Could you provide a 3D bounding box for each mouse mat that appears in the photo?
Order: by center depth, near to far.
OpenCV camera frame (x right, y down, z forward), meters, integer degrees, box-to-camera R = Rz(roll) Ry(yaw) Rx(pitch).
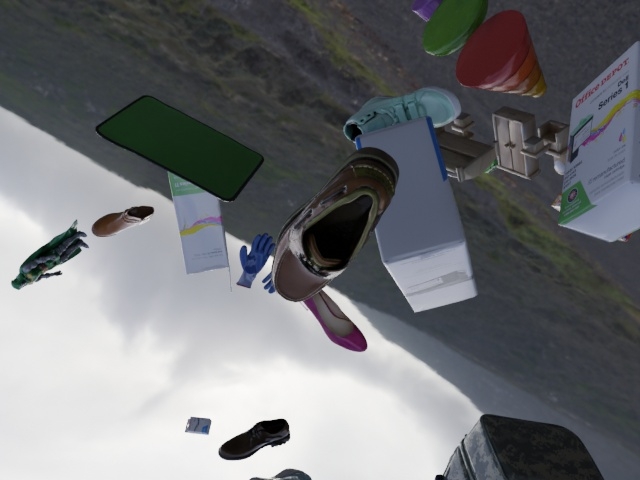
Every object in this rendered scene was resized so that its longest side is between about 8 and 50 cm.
[{"bbox_3d":[-0.174,-0.123,0.842,0.189,0.007,0.152,27,-149,-2],"label":"mouse mat"}]

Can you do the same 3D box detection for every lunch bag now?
[{"bbox_3d":[0.431,0.552,1.462,0.305,0.256,0.212,13,-150,-21],"label":"lunch bag"}]

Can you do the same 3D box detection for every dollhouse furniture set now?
[{"bbox_3d":[0.398,-0.169,1.638,0.303,0.355,0.174,33,149,49],"label":"dollhouse furniture set"}]

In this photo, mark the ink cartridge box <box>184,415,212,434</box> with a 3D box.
[{"bbox_3d":[-0.393,0.588,2.077,0.083,0.048,0.028,1,147,12],"label":"ink cartridge box"}]

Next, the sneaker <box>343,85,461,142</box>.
[{"bbox_3d":[0.167,-0.251,1.397,0.256,0.151,0.094,5,129,46],"label":"sneaker"}]

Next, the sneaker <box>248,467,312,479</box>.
[{"bbox_3d":[-0.076,0.728,1.836,0.150,0.135,0.366,5,171,25],"label":"sneaker"}]

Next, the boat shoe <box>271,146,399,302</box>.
[{"bbox_3d":[0.000,0.000,0.947,0.110,0.307,0.104,27,-141,-6],"label":"boat shoe"}]

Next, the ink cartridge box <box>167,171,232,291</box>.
[{"bbox_3d":[-0.318,-0.047,1.742,0.119,0.353,0.207,-9,-160,-8],"label":"ink cartridge box"}]

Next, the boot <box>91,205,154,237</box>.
[{"bbox_3d":[-0.633,-0.070,2.099,0.152,0.197,0.073,-12,101,64],"label":"boot"}]

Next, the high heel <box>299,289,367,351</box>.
[{"bbox_3d":[0.039,0.204,1.763,0.244,0.082,0.117,46,157,10],"label":"high heel"}]

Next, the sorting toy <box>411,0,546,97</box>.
[{"bbox_3d":[0.256,-0.314,1.039,0.126,0.127,0.365,28,-156,-28],"label":"sorting toy"}]

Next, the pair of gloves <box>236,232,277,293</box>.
[{"bbox_3d":[-0.134,0.062,1.692,0.198,0.159,0.023,18,-166,-39],"label":"pair of gloves"}]

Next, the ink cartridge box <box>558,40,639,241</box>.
[{"bbox_3d":[0.527,-0.166,1.130,0.117,0.278,0.201,17,158,-7],"label":"ink cartridge box"}]

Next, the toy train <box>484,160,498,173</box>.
[{"bbox_3d":[0.522,-0.225,1.996,0.017,0.024,0.083,8,171,-5],"label":"toy train"}]

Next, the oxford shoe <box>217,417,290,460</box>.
[{"bbox_3d":[-0.200,0.583,1.952,0.227,0.096,0.083,-18,-139,-22],"label":"oxford shoe"}]

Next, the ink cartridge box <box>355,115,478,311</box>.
[{"bbox_3d":[0.218,-0.038,1.420,0.395,0.166,0.285,51,-154,-65],"label":"ink cartridge box"}]

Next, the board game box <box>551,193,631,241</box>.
[{"bbox_3d":[0.696,-0.062,1.679,0.147,0.045,0.193,35,-176,-3],"label":"board game box"}]

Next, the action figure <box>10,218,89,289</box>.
[{"bbox_3d":[-0.729,0.056,1.756,0.063,0.232,0.137,31,141,19],"label":"action figure"}]
